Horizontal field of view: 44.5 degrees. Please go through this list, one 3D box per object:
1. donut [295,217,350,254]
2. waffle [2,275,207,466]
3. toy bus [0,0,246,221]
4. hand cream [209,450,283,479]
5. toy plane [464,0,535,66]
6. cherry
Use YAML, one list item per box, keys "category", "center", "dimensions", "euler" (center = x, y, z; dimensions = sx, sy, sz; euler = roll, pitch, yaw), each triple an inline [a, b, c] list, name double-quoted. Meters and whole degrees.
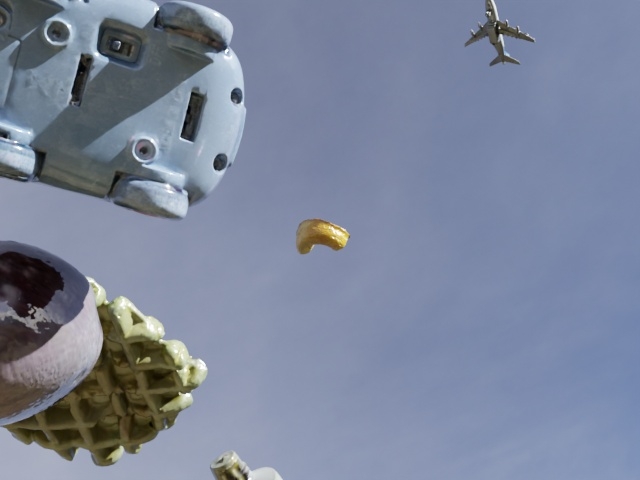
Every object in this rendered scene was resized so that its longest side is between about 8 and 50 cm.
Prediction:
- category: "donut"
  center: [0.000, 0.000, 1.243]
  dimensions: [0.083, 0.037, 0.067]
  euler: [22, -41, 0]
- category: "waffle"
  center: [-0.314, 0.167, 0.966]
  dimensions: [0.309, 0.056, 0.292]
  euler: [37, -64, -25]
- category: "toy bus"
  center: [-0.229, -0.138, 0.764]
  dimensions: [0.294, 0.232, 0.197]
  euler: [14, -92, -23]
- category: "hand cream"
  center: [-0.018, 0.365, 0.819]
  dimensions: [0.124, 0.078, 0.340]
  euler: [-35, -79, -25]
- category: "toy plane"
  center: [0.183, -0.215, 0.814]
  dimensions: [0.078, 0.024, 0.084]
  euler: [6, -34, 35]
- category: "cherry"
  center: [-0.325, 0.093, 0.764]
  dimensions: [0.214, 0.266, 0.183]
  euler: [-19, -79, -6]
